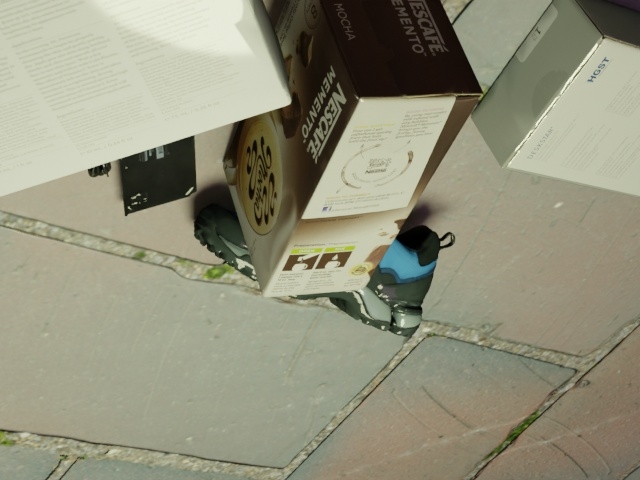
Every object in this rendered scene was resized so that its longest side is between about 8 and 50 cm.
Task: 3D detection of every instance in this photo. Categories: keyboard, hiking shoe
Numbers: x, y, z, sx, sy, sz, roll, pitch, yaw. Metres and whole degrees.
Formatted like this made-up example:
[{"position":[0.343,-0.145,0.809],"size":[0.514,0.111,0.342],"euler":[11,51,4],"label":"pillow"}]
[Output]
[{"position":[-0.175,-0.097,1.236],"size":[0.108,0.023,0.180],"euler":[-18,140,-18],"label":"keyboard"},{"position":[0.000,0.000,1.394],"size":[0.304,0.113,0.132],"euler":[21,93,-34],"label":"hiking shoe"}]

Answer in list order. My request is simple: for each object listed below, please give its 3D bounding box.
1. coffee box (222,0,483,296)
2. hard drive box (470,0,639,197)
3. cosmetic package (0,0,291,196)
[{"position":[0.017,-0.099,1.176],"size":[0.118,0.168,0.297],"euler":[-4,148,-24],"label":"coffee box"},{"position":[0.310,-0.150,1.367],"size":[0.232,0.089,0.181],"euler":[9,130,-35],"label":"hard drive box"},{"position":[-0.243,-0.174,1.013],"size":[0.377,0.097,0.284],"euler":[-17,144,5],"label":"cosmetic package"}]
